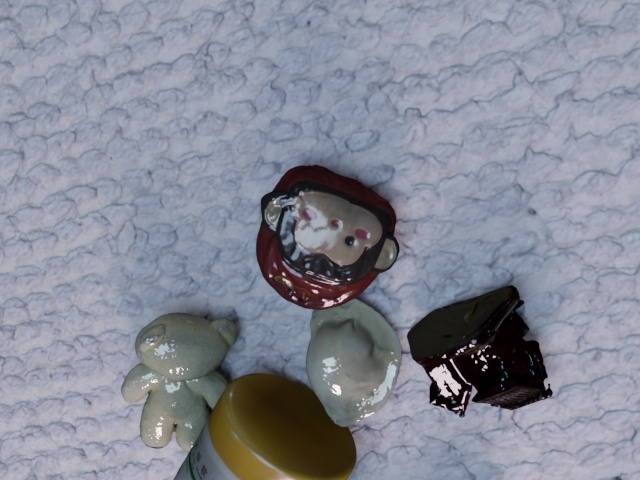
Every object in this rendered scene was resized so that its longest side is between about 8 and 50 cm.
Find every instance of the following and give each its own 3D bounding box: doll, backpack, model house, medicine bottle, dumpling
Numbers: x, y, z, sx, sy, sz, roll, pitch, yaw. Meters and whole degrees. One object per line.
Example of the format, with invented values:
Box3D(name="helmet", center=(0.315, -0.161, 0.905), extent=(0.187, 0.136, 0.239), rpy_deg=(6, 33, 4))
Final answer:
Box3D(name="doll", center=(-0.244, 0.237, 1.801), extent=(0.149, 0.175, 0.278), rpy_deg=(43, 132, 47))
Box3D(name="backpack", center=(0.000, 0.001, 1.628), extent=(0.229, 0.139, 0.229), rpy_deg=(1, 109, 2))
Box3D(name="model house", center=(0.242, 0.182, 1.606), extent=(0.203, 0.141, 0.164), rpy_deg=(-20, 120, 44))
Box3D(name="medicine bottle", center=(-0.097, 0.373, 1.701), extent=(0.238, 0.238, 0.232), rpy_deg=(35, 113, 9))
Box3D(name="dumpling", center=(0.054, 0.191, 1.670), extent=(0.155, 0.111, 0.181), rpy_deg=(-15, 114, 12))
